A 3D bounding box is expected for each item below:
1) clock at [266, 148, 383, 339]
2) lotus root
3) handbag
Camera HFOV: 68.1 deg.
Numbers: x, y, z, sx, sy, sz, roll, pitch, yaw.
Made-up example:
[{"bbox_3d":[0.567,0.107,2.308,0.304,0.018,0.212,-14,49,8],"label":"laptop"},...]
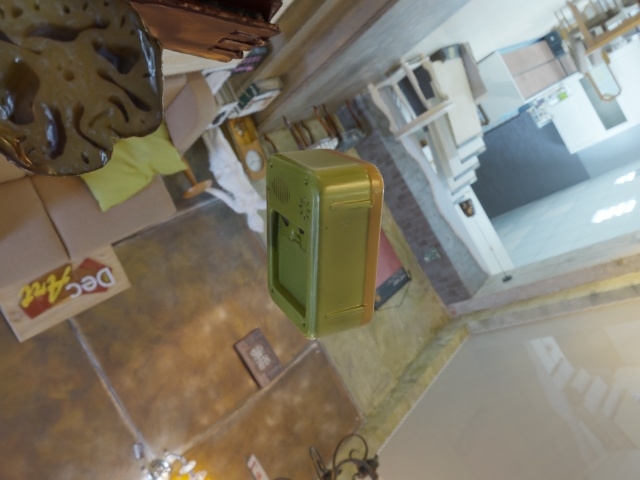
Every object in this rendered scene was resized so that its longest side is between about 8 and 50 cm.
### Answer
[{"bbox_3d":[0.000,0.000,0.566,0.096,0.202,0.143,-10,-155,-25],"label":"clock"},{"bbox_3d":[-0.284,-0.186,0.559,0.188,0.199,0.180,0,-162,-19],"label":"lotus root"},{"bbox_3d":[-0.237,-0.394,0.839,0.276,0.084,0.260,1,-176,-31],"label":"handbag"}]
